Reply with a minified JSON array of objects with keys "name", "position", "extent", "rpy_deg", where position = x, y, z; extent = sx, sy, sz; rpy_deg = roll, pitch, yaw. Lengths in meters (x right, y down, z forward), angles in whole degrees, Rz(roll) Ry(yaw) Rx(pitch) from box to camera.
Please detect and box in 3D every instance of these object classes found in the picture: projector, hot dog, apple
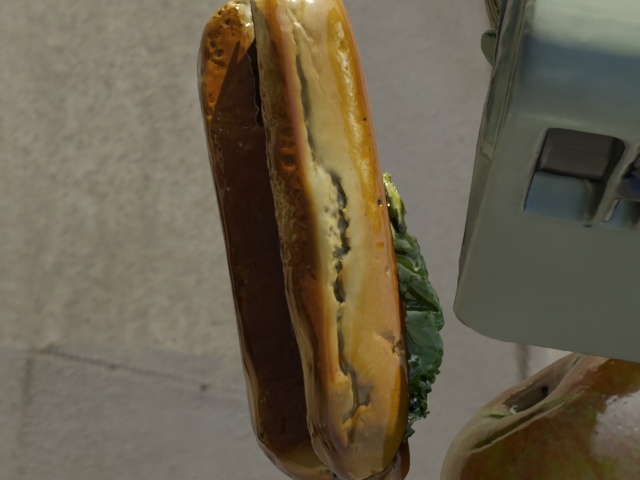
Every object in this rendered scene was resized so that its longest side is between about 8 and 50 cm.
[{"name":"projector","position":[0.154,-0.034,0.613],"extent":[0.198,0.250,0.108],"rpy_deg":[8,71,3]},{"name":"hot dog","position":[0.000,0.000,1.098],"extent":[0.100,0.135,0.337],"rpy_deg":[-4,78,-34]},{"name":"apple","position":[0.175,0.165,1.110],"extent":[0.196,0.196,0.196],"rpy_deg":[16,63,-33]}]

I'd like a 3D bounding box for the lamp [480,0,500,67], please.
[{"name":"lamp","position":[0.229,-0.181,1.066],"extent":[0.250,0.284,0.250],"rpy_deg":[6,68,-15]}]
